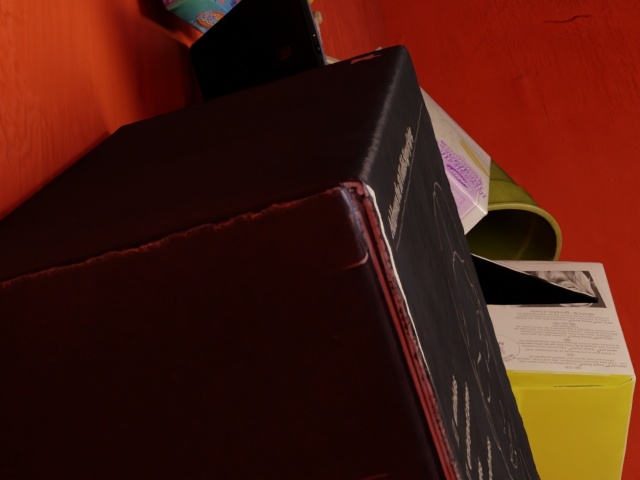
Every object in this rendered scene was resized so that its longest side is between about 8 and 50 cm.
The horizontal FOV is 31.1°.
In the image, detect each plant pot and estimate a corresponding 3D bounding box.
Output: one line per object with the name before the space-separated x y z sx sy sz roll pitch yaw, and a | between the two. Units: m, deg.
plant pot | 0.178 -0.055 2.024 0.353 0.367 0.366 64 3 36

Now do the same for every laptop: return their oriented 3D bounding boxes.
laptop | 0.059 -0.087 1.289 0.382 0.236 0.407 -10 -83 69

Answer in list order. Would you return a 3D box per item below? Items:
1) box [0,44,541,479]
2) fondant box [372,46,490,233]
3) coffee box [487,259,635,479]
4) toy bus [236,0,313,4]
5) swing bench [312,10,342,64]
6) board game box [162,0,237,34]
box | -0.011 0.143 0.879 0.480 0.298 0.471 -69 143 -71
fondant box | 0.114 -0.127 1.540 0.238 0.096 0.330 44 19 -5
coffee box | 0.242 0.245 1.657 0.334 0.338 0.337 -79 170 -65
toy bus | -0.101 -0.421 1.632 0.108 0.130 0.332 -91 162 -51
swing bench | 0.027 -0.177 1.816 0.255 0.165 0.253 31 39 -36
board game box | -0.161 -0.326 1.354 0.160 0.047 0.210 64 10 6
